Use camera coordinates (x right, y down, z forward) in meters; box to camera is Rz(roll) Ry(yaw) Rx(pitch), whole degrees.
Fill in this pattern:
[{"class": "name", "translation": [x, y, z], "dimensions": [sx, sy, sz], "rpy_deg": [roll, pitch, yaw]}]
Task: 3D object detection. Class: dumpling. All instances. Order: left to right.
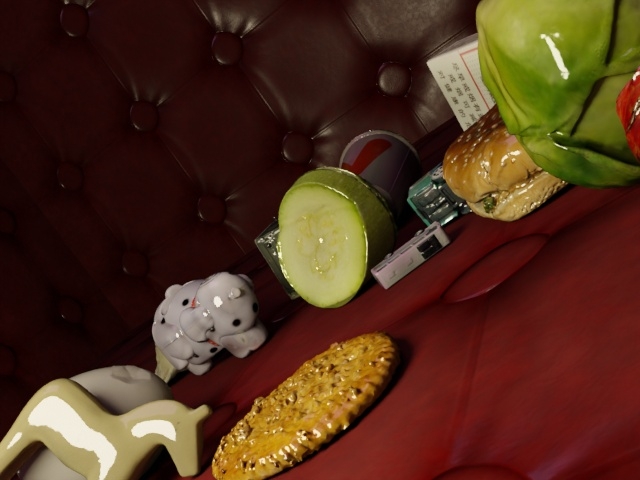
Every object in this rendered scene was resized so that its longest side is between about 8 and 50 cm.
[{"class": "dumpling", "translation": [-0.295, 0.222, 1.700], "dimensions": [0.252, 0.131, 0.179], "rpy_deg": [-45, 24, 26]}]

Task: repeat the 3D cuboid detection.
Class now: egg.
[{"class": "egg", "translation": [-0.311, 0.270, 1.129], "dimensions": [0.232, 0.176, 0.176], "rpy_deg": [-31, 5, -16]}]

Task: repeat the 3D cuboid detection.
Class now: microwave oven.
[{"class": "microwave oven", "translation": [0.000, 0.000, 1.571], "dimensions": [0.205, 0.163, 0.129], "rpy_deg": [-29, 10, 23]}]

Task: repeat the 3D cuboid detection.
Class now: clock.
[{"class": "clock", "translation": [-0.187, 0.135, 1.484], "dimensions": [0.189, 0.189, 0.254], "rpy_deg": [-39, 6, -32]}]

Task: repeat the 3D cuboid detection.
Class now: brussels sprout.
[{"class": "brussels sprout", "translation": [0.307, -0.203, 0.904], "dimensions": [0.227, 0.294, 0.259], "rpy_deg": [-17, -38, -17]}]

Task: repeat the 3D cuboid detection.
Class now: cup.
[{"class": "cup", "translation": [0.113, -0.110, 1.755], "dimensions": [0.203, 0.203, 0.288], "rpy_deg": [-33, 14, 21]}]

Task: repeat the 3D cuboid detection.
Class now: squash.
[{"class": "squash", "translation": [0.008, -0.010, 1.350], "dimensions": [0.220, 0.220, 0.133], "rpy_deg": [-29, 6, 45]}]

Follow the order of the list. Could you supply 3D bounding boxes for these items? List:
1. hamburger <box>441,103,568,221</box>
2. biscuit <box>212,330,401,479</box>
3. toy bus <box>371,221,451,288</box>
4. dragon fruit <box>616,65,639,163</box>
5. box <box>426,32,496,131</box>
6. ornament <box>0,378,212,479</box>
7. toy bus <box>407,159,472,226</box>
[{"class": "hamburger", "translation": [0.302, -0.138, 1.134], "dimensions": [0.286, 0.146, 0.243], "rpy_deg": [-29, 16, 37]}, {"class": "biscuit", "translation": [-0.018, 0.179, 0.894], "dimensions": [0.254, 0.035, 0.254], "rpy_deg": [-35, 6, 4]}, {"class": "toy bus", "translation": [0.138, 0.022, 1.230], "dimensions": [0.131, 0.037, 0.052], "rpy_deg": [-36, 8, -1]}, {"class": "dragon fruit", "translation": [0.322, -0.076, 0.684], "dimensions": [0.125, 0.125, 0.246], "rpy_deg": [-16, 32, 30]}, {"class": "box", "translation": [0.343, -0.275, 1.421], "dimensions": [0.095, 0.210, 0.330], "rpy_deg": [-35, 12, -15]}, {"class": "ornament", "translation": [-0.268, 0.259, 0.993], "dimensions": [0.245, 0.230, 0.061], "rpy_deg": [-54, -16, -5]}, {"class": "toy bus", "translation": [0.263, -0.128, 1.331], "dimensions": [0.262, 0.091, 0.109], "rpy_deg": [-37, 14, 15]}]
